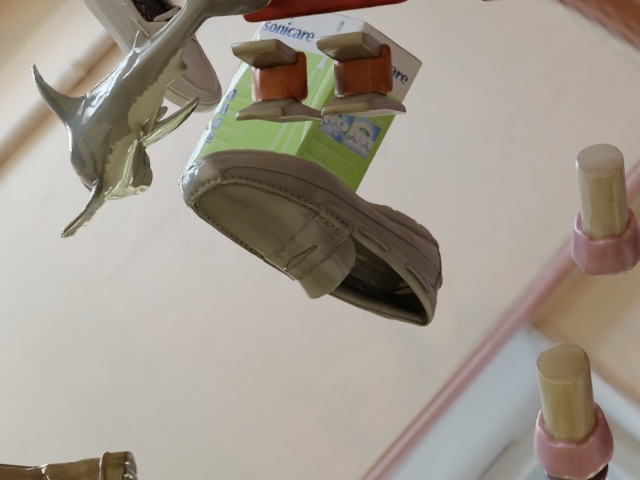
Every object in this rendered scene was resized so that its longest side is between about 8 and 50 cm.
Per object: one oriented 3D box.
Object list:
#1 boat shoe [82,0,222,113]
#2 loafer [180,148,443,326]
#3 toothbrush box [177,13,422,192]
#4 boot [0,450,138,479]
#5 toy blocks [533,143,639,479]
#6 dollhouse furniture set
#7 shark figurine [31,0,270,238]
[{"bbox_3d":[-0.154,-0.205,1.563,0.184,0.066,0.063,52,136,-1],"label":"boat shoe"},{"bbox_3d":[0.000,0.000,1.645,0.319,0.112,0.111,21,-135,-31],"label":"loafer"},{"bbox_3d":[-0.029,-0.150,2.097,0.122,0.283,0.206,29,176,-39],"label":"toothbrush box"},{"bbox_3d":[-0.297,0.307,1.464,0.089,0.269,0.236,72,-167,-60],"label":"boot"},{"bbox_3d":[0.350,0.108,1.371,0.309,0.288,0.260,4,140,18],"label":"toy blocks"},{"bbox_3d":[0.051,-0.230,1.307,0.259,0.262,0.135,-3,180,22],"label":"dollhouse furniture set"},{"bbox_3d":[-0.159,-0.118,1.224,0.116,0.166,0.278,40,135,6],"label":"shark figurine"}]
